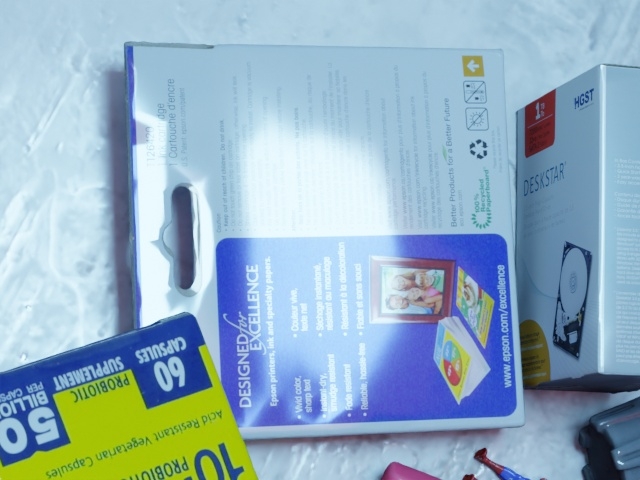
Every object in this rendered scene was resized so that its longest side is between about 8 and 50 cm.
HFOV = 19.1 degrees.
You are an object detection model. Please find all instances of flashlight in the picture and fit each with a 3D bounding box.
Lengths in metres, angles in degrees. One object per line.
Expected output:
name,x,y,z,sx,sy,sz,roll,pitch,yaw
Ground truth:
flashlight,0.357,0.129,1.533,0.304,0.103,0.103,-16,60,-16

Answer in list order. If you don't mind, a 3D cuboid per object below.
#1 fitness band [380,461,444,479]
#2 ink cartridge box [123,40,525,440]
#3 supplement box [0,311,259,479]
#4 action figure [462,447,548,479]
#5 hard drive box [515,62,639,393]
fitness band,0.108,0.259,1.389,0.291,0.209,0.054,22,113,-6
ink cartridge box,0.000,0.000,1.468,0.307,0.072,0.303,-1,83,-14
supplement box,-0.145,0.258,1.283,0.194,0.195,0.356,-17,83,-39
action figure,0.170,0.206,1.505,0.115,0.030,0.038,31,70,-12
hard drive box,0.221,-0.003,1.469,0.089,0.181,0.232,4,80,-14
